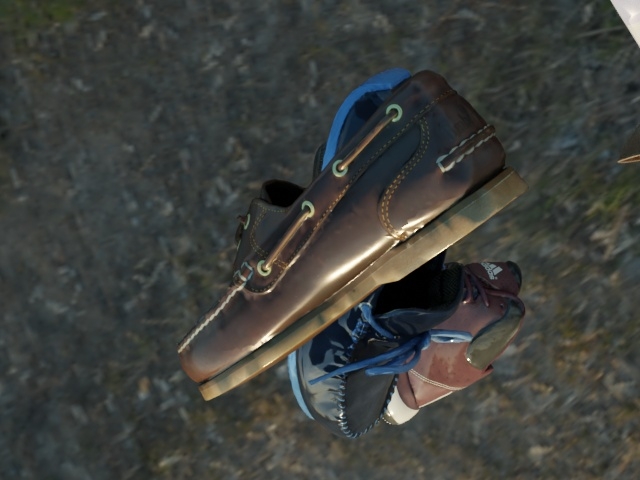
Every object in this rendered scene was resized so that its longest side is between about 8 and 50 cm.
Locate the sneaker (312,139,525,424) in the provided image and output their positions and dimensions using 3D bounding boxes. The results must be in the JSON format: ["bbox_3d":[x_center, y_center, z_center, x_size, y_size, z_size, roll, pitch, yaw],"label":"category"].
[{"bbox_3d":[0.094,0.018,1.339,0.106,0.162,0.281,-123,17,-58],"label":"sneaker"}]

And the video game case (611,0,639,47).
[{"bbox_3d":[0.336,-0.231,1.097,0.269,0.244,0.061,-17,53,25],"label":"video game case"}]

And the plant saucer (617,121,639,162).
[{"bbox_3d":[0.355,-0.105,1.329,0.198,0.198,0.036,-12,89,33],"label":"plant saucer"}]

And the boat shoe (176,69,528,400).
[{"bbox_3d":[0.000,0.000,0.689,0.207,0.073,0.073,-38,91,33],"label":"boat shoe"}]

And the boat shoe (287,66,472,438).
[{"bbox_3d":[0.039,0.028,0.899,0.089,0.109,0.258,26,136,24],"label":"boat shoe"}]
